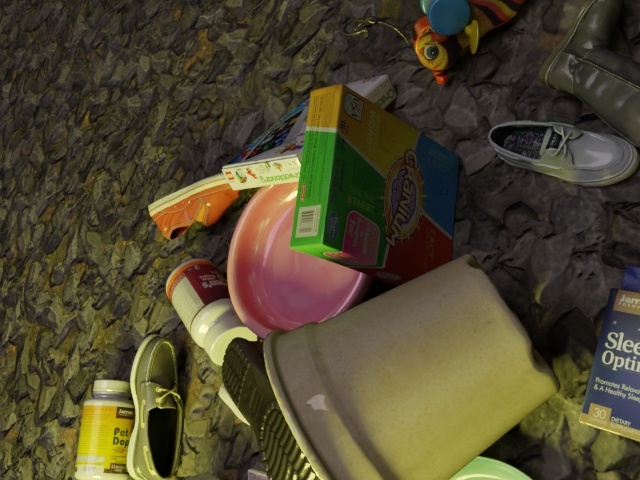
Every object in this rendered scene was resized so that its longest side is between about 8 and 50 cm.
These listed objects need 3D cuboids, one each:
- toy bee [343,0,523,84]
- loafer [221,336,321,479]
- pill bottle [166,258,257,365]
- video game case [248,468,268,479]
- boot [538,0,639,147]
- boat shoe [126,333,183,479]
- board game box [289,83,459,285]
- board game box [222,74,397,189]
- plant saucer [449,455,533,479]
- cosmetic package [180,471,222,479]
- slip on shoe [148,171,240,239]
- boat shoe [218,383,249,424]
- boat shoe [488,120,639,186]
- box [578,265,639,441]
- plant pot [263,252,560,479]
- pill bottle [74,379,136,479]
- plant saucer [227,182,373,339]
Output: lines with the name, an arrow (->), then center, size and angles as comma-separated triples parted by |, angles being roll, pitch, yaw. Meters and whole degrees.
toy bee -> 0.218, -0.364, 1.296 | 0.299, 0.162, 0.195 | -8, 38, 29
loafer -> -0.036, 0.279, 1.206 | 0.366, 0.130, 0.133 | 53, 131, 44
pill bottle -> -0.220, 0.144, 1.524 | 0.121, 0.121, 0.221 | -55, 47, 14
video game case -> -0.098, 0.478, 1.344 | 0.087, 0.011, 0.121 | -3, 88, 46
boot -> 0.439, -0.252, 1.076 | 0.208, 0.076, 0.189 | 45, 110, 46
boat shoe -> -0.335, 0.350, 1.574 | 0.091, 0.109, 0.304 | -6, 78, 42
board game box -> 0.096, -0.067, 1.161 | 0.064, 0.317, 0.242 | -5, 73, 42
board game box -> -0.016, -0.200, 1.374 | 0.193, 0.053, 0.305 | -3, 33, 43
plant saucer -> 0.224, 0.465, 1.046 | 0.318, 0.044, 0.317 | -17, 65, 40
cosmetic package -> -0.172, 0.520, 1.341 | 0.238, 0.107, 0.127 | 12, 102, 42
slip on shoe -> -0.238, -0.087, 1.646 | 0.331, 0.123, 0.101 | -21, 94, 31
boat shoe -> -0.127, 0.303, 1.428 | 0.184, 0.066, 0.063 | 29, 97, 55
boat shoe -> 0.349, -0.133, 1.112 | 0.228, 0.081, 0.079 | 16, 87, 45
box -> 0.428, 0.146, 0.972 | 0.137, 0.037, 0.225 | 10, 81, 45
plant pot -> 0.142, 0.189, 1.041 | 0.306, 0.334, 0.333 | -33, 53, 8
pill bottle -> -0.472, 0.421, 1.667 | 0.117, 0.117, 0.214 | -13, 68, 40
plant saucer -> -0.021, 0.023, 1.322 | 0.332, 0.084, 0.331 | -15, 66, 36
